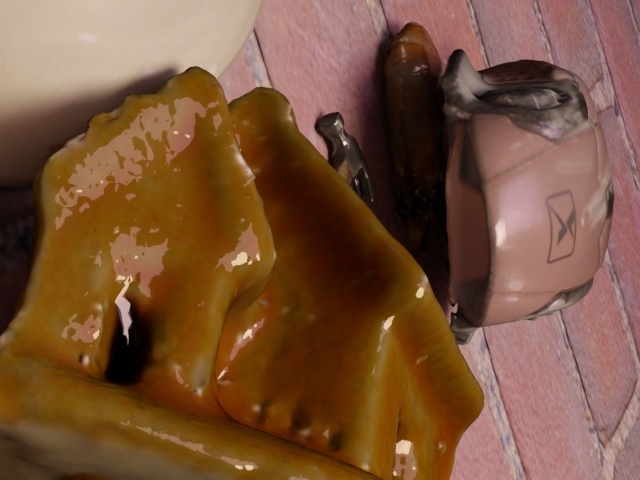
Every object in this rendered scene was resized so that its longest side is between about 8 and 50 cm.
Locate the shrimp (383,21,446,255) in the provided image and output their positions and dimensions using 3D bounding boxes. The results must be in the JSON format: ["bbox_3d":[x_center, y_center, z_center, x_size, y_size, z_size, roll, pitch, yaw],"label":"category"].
[{"bbox_3d":[0.076,-0.075,0.979,0.101,0.042,0.190,50,36,-53],"label":"shrimp"}]

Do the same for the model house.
[{"bbox_3d":[-0.023,0.035,0.581,0.268,0.173,0.239,64,29,-52],"label":"model house"}]

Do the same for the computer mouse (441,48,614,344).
[{"bbox_3d":[0.152,-0.042,0.976,0.389,0.115,0.199,-56,147,-72],"label":"computer mouse"}]

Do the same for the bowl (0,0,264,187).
[{"bbox_3d":[-0.107,-0.169,0.571,0.277,0.145,0.277,30,55,-56],"label":"bowl"}]

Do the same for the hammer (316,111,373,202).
[{"bbox_3d":[0.000,0.000,0.831,0.062,0.017,0.182,56,35,-34],"label":"hammer"}]
